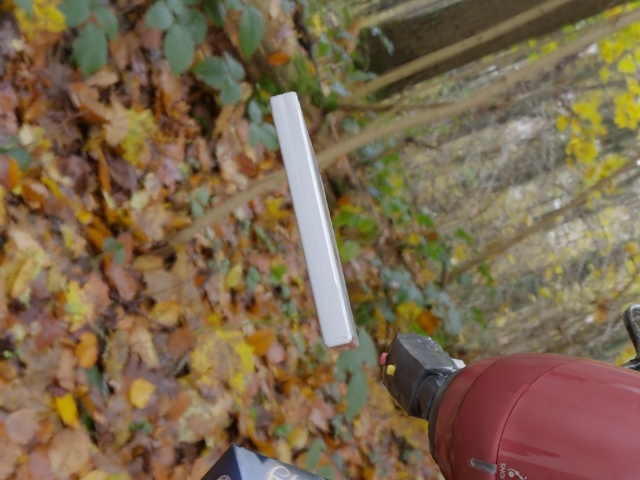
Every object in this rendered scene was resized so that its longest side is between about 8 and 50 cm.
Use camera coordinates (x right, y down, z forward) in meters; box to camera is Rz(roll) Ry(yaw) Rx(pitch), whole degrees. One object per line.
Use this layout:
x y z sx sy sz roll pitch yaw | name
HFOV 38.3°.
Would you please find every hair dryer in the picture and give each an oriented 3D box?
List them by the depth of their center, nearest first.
0.156 0.071 0.426 0.293 0.223 0.080 -122 -156 -74 | hair dryer

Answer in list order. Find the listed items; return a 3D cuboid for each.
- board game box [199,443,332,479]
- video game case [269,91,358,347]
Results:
-0.008 0.236 0.611 0.243 0.165 0.042 29 22 -33 | board game box
0.000 0.000 0.850 0.285 0.025 0.204 64 13 -82 | video game case
